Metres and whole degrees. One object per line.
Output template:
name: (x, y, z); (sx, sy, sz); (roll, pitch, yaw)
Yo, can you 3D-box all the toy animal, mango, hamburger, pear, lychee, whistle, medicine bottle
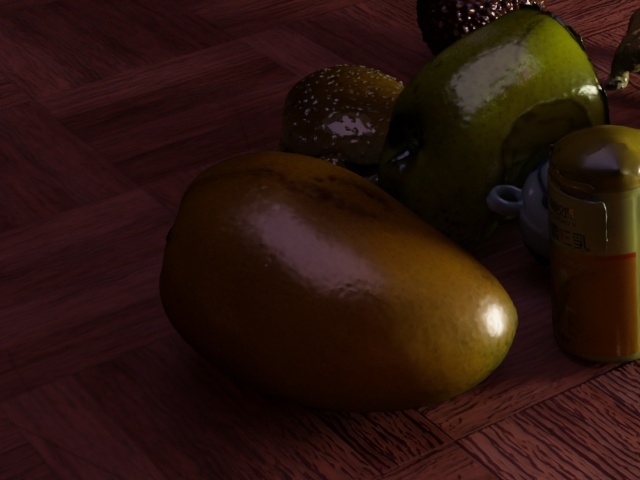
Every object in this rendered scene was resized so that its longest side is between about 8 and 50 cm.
toy animal: (0.439, -0.258, 2.229); (0.103, 0.101, 0.219); (9, 32, 19)
mango: (0.009, 0.049, 1.639); (0.378, 0.221, 0.264); (21, 33, 22)
hamburger: (0.039, -0.130, 2.038); (0.189, 0.122, 0.215); (-1, 32, 2)
pear: (0.187, -0.119, 1.883); (0.255, 0.238, 0.164); (-21, 40, -30)
lychee: (0.226, -0.324, 2.303); (0.188, 0.188, 0.188); (-3, 30, 2)
whistle: (0.325, -0.027, 1.803); (0.289, 0.163, 0.163); (8, 30, 0)
medicine bottle: (0.287, -0.001, 1.661); (0.124, 0.239, 0.124); (-6, 28, 3)
